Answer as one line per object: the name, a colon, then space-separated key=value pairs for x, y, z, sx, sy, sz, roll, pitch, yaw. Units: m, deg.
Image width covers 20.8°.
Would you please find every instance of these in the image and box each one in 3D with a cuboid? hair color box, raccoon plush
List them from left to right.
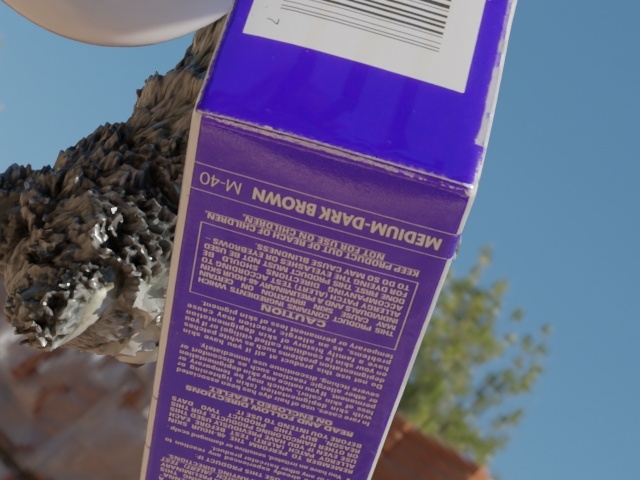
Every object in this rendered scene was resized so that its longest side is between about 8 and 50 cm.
raccoon plush: x=-0.079 y=-0.122 z=1.129 sx=0.216 sy=0.299 sz=0.446 roll=-150 pitch=-122 yaw=-61
hair color box: x=0.000 y=0.000 z=0.761 sx=0.110 sy=0.185 sz=0.339 roll=17 pitch=-37 yaw=0

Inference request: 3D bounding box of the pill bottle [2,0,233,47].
pill bottle: x=-0.142 y=-0.224 z=0.948 sx=0.181 sy=0.181 sz=0.323 roll=58 pitch=-9 yaw=-29
